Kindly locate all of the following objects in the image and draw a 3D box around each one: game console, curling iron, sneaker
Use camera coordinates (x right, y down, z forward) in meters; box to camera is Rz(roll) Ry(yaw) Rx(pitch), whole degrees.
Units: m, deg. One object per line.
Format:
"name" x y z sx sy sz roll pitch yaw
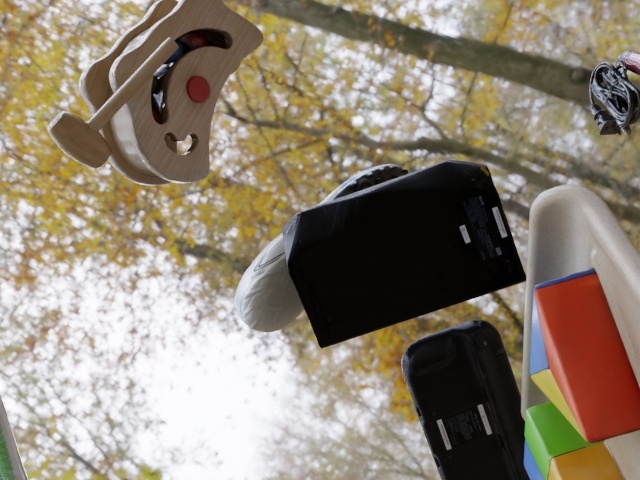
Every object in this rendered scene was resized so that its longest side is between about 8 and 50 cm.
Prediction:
"game console" 0.114 0.112 0.902 0.044 0.213 0.361 -76 -34 -74
"curling iron" 0.269 -0.089 0.625 0.035 0.274 0.068 0 -75 -17
"sneaker" 0.000 0.000 0.972 0.237 0.086 0.085 -42 -64 -1

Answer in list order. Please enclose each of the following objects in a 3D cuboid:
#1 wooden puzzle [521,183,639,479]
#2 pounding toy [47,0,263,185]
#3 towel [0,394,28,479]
"wooden puzzle" 0.216 0.183 0.619 0.081 0.347 0.322 -19 -43 -7
"pounding toy" -0.144 -0.146 0.949 0.269 0.155 0.154 -54 -57 -28
"towel" -0.226 0.164 0.600 0.038 0.247 0.325 -17 -22 -27
